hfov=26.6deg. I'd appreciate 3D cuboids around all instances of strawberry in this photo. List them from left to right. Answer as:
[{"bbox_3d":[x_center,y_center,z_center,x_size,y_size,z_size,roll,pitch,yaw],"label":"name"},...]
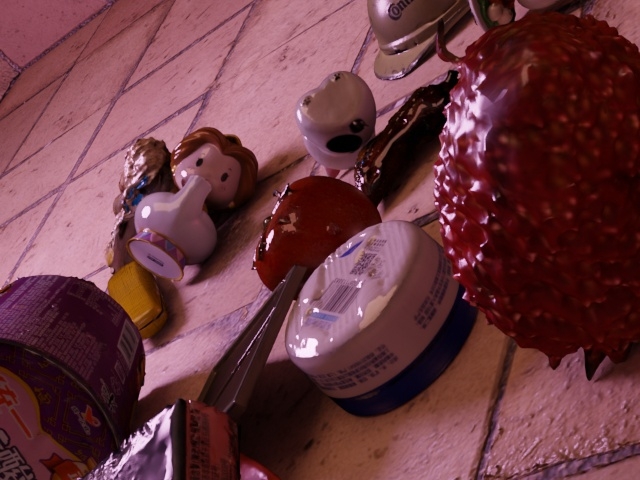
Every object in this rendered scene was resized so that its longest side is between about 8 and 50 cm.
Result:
[{"bbox_3d":[0.206,-0.072,1.176,0.292,0.343,0.292,-20,39,17],"label":"strawberry"}]

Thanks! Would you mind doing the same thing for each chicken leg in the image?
[{"bbox_3d":[0.112,-0.131,1.788,0.234,0.063,0.105,-47,18,3],"label":"chicken leg"}]

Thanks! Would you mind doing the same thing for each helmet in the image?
[{"bbox_3d":[0.136,-0.382,2.059,0.257,0.137,0.204,-47,23,-1],"label":"helmet"}]

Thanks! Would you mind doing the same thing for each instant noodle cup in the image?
[{"bbox_3d":[-0.386,0.209,1.783,0.340,0.340,0.266,-37,16,21],"label":"instant noodle cup"}]

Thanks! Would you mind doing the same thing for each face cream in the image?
[{"bbox_3d":[0.060,0.079,1.470,0.206,0.111,0.206,-38,23,19],"label":"face cream"}]

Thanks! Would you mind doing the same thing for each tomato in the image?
[{"bbox_3d":[0.000,0.000,1.649,0.167,0.167,0.167,-37,24,20],"label":"tomato"}]

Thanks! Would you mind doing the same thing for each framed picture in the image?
[{"bbox_3d":[-0.111,0.172,1.597,0.289,0.020,0.211,-52,11,50],"label":"framed picture"}]

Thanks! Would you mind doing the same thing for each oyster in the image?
[{"bbox_3d":[-0.294,-0.049,2.212,0.223,0.083,0.214,-54,-19,-7],"label":"oyster"}]

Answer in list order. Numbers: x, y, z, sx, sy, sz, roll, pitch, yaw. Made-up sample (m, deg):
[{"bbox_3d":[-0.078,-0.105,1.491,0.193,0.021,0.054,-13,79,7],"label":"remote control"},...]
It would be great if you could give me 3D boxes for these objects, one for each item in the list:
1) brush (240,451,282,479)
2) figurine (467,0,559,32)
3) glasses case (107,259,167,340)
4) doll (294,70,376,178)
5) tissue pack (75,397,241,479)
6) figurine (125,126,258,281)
[{"bbox_3d":[-0.059,0.275,1.421,0.070,0.051,0.323,-53,24,-15],"label":"brush"},{"bbox_3d":[0.284,-0.337,1.788,0.154,0.132,0.132,-10,40,35],"label":"figurine"},{"bbox_3d":[-0.282,0.090,2.089,0.079,0.064,0.234,-34,23,-3],"label":"glasses case"},{"bbox_3d":[0.024,-0.160,1.865,0.110,0.107,0.180,-40,-8,-7],"label":"doll"},{"bbox_3d":[-0.171,0.347,1.365,0.245,0.123,0.332,-39,35,27],"label":"tissue pack"},{"bbox_3d":[-0.193,-0.067,2.107,0.263,0.142,0.189,-59,6,-29],"label":"figurine"}]
